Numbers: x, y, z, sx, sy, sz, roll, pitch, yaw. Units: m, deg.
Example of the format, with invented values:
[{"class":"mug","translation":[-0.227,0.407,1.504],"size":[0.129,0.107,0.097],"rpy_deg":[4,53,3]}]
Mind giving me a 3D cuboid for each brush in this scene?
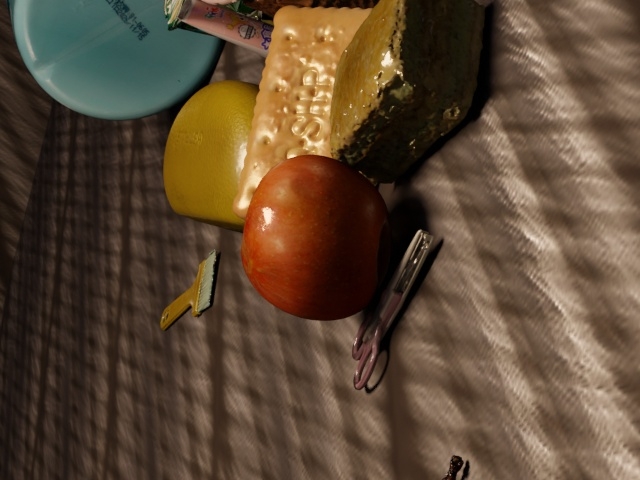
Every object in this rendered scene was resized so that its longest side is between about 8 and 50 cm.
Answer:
[{"class":"brush","translation":[-0.184,0.083,2.210],"size":[0.218,0.010,0.083],"rpy_deg":[139,143,-59]}]

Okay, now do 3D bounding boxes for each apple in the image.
[{"class":"apple","translation":[0.000,0.000,1.547],"size":[0.163,0.139,0.163],"rpy_deg":[19,-90,-77]}]

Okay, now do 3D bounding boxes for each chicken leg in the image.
[{"class":"chicken leg","translation":[0.101,0.216,1.293],"size":[0.036,0.021,0.083],"rpy_deg":[118,165,-57]}]

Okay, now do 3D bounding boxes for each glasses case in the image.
[{"class":"glasses case","translation":[-0.097,-0.100,1.924],"size":[0.371,0.141,0.173],"rpy_deg":[10,83,70]}]

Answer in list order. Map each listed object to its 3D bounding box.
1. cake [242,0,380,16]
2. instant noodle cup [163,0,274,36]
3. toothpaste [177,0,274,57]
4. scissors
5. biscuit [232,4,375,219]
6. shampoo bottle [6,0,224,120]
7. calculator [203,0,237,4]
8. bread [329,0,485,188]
[{"class":"cake","translation":[0.000,-0.327,1.847],"size":[0.134,0.135,0.147],"rpy_deg":[0,77,66]},{"class":"instant noodle cup","translation":[-0.076,-0.344,2.011],"size":[0.240,0.178,0.240],"rpy_deg":[-163,90,-71]},{"class":"toothpaste","translation":[-0.072,-0.239,1.882],"size":[0.067,0.194,0.043],"rpy_deg":[-77,10,-58]},{"class":"scissors","translation":[0.066,0.060,1.518],"size":[0.085,0.022,0.176],"rpy_deg":[-89,21,-56]},{"class":"biscuit","translation":[-0.002,-0.135,1.710],"size":[0.030,0.160,0.250],"rpy_deg":[39,-119,-62]},{"class":"shampoo bottle","translation":[-0.329,-0.392,2.526],"size":[0.331,0.331,0.343],"rpy_deg":[-67,22,17]},{"class":"calculator","translation":[-0.098,-0.354,1.839],"size":[0.100,0.032,0.175],"rpy_deg":[27,99,36]},{"class":"bread","translation":[0.073,-0.150,1.555],"size":[0.196,0.102,0.138],"rpy_deg":[137,147,-58]}]
